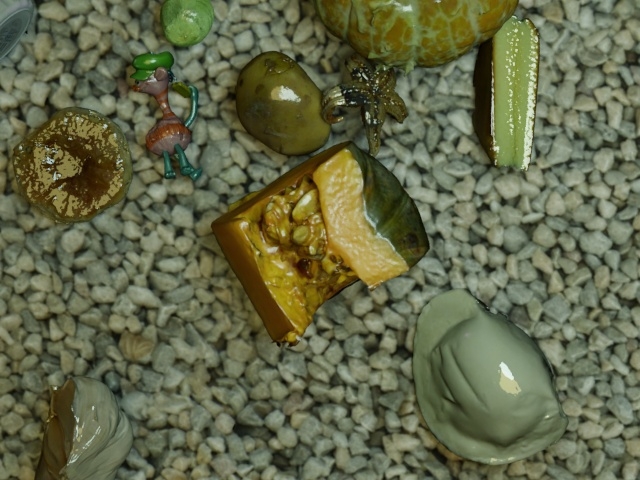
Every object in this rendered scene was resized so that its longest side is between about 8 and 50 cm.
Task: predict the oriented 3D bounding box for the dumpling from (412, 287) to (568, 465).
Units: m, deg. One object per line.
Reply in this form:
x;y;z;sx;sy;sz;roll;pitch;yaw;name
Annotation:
0.253;0.226;1.468;0.227;0.243;0.175;-43;133;21;dumpling

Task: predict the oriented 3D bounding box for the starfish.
0.084;-0.223;1.430;0.146;0.074;0.189;39;58;-21;starfish

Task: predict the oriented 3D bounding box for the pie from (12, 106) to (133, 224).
-0.396;-0.117;1.492;0.195;0.046;0.195;0;96;0;pie

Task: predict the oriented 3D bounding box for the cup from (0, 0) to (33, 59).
-0.549;-0.395;1.416;0.202;0.167;0.221;40;96;-5;cup

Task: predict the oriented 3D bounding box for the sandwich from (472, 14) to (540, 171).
0.292;-0.229;1.450;0.090;0.088;0.244;1;91;-7;sandwich

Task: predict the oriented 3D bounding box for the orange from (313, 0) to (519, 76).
0.138;-0.409;1.346;0.329;0.249;0.329;-1;71;3;orange

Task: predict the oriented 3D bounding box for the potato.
-0.060;-0.209;1.438;0.137;0.137;0.176;-42;90;4;potato

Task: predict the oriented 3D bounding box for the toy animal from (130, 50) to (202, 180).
-0.235;-0.197;1.465;0.103;0.100;0.208;-15;85;-20;toy animal

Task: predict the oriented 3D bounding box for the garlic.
-0.375;0.334;1.476;0.143;0.178;0.229;18;117;-30;garlic

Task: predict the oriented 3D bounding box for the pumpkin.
0.000;0.000;1.385;0.303;0.256;0.225;-29;97;10;pumpkin

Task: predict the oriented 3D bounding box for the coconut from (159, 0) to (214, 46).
-0.210;-0.352;1.451;0.088;0.096;0.087;-1;132;-1;coconut
